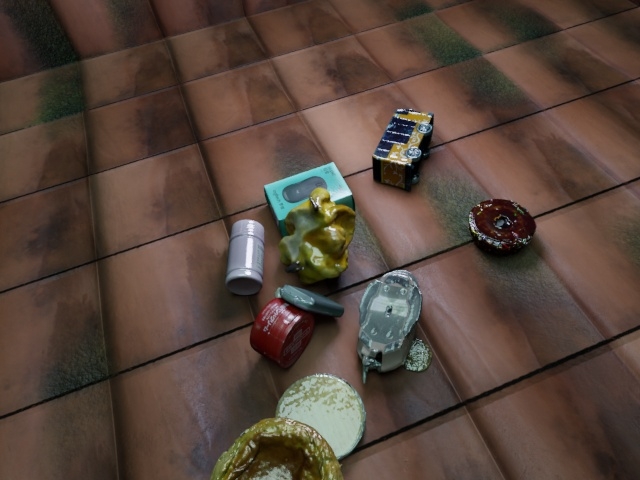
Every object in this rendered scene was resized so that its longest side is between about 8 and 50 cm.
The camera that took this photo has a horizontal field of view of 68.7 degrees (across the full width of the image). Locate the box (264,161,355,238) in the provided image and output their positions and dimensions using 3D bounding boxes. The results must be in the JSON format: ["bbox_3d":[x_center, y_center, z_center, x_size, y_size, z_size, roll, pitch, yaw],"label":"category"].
[{"bbox_3d":[-0.044,-0.161,1.827,0.311,0.118,0.205,-19,55,-8],"label":"box"}]

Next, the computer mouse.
[{"bbox_3d":[0.218,0.275,1.482,0.199,0.115,0.390,8,65,32],"label":"computer mouse"}]

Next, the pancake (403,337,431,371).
[{"bbox_3d":[0.293,0.357,1.470,0.114,0.011,0.115,-3,53,4],"label":"pancake"}]

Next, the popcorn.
[{"bbox_3d":[0.000,0.000,1.633,0.316,0.280,0.297,-47,59,20],"label":"popcorn"}]

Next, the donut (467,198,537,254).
[{"bbox_3d":[0.646,-0.045,1.688,0.234,0.089,0.235,-2,52,3],"label":"donut"}]

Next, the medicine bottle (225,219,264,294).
[{"bbox_3d":[-0.267,0.058,1.676,0.133,0.133,0.250,-5,54,2],"label":"medicine bottle"}]

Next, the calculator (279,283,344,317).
[{"bbox_3d":[-0.024,0.195,1.504,0.141,0.246,0.045,24,91,39],"label":"calculator"}]

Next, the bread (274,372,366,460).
[{"bbox_3d":[0.000,0.517,1.363,0.266,0.041,0.267,-2,54,3],"label":"bread"}]

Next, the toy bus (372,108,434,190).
[{"bbox_3d":[0.344,-0.382,1.928,0.194,0.162,0.324,15,58,20],"label":"toy bus"}]

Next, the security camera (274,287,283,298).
[{"bbox_3d":[-0.135,0.194,1.586,0.058,0.092,0.058,-4,54,5],"label":"security camera"}]

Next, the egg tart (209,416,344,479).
[{"bbox_3d":[-0.108,0.640,1.202,0.351,0.150,0.353,-3,64,5],"label":"egg tart"}]

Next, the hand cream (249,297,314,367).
[{"bbox_3d":[-0.118,0.283,1.456,0.125,0.193,0.193,22,58,24],"label":"hand cream"}]
